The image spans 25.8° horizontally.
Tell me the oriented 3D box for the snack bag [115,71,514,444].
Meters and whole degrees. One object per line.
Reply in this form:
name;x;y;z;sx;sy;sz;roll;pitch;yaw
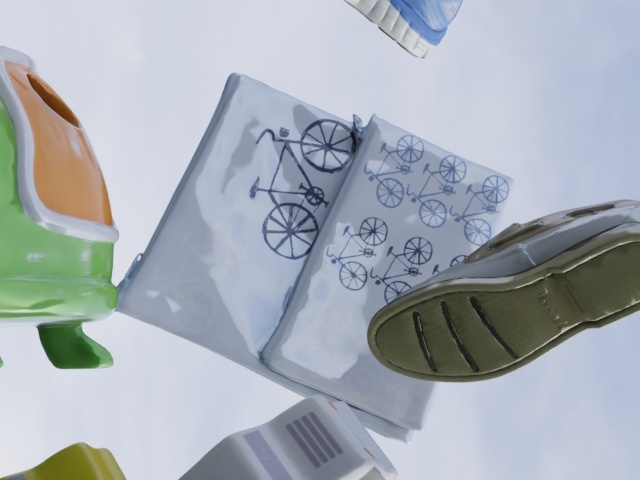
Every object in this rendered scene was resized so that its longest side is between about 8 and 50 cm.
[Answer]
snack bag;0.000;0.000;1.453;0.037;0.343;0.323;116;-1;-66

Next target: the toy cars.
toy cars;-0.138;0.192;0.932;0.394;0.087;0.176;-15;-134;31

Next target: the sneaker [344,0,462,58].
sneaker;0.052;-0.369;1.720;0.147;0.330;0.130;-51;-147;10

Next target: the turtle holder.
turtle holder;-0.298;-0.017;1.011;0.320;0.243;0.227;-5;-95;38

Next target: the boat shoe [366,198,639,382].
boat shoe;0.191;0.047;1.327;0.113;0.302;0.103;63;21;-23
